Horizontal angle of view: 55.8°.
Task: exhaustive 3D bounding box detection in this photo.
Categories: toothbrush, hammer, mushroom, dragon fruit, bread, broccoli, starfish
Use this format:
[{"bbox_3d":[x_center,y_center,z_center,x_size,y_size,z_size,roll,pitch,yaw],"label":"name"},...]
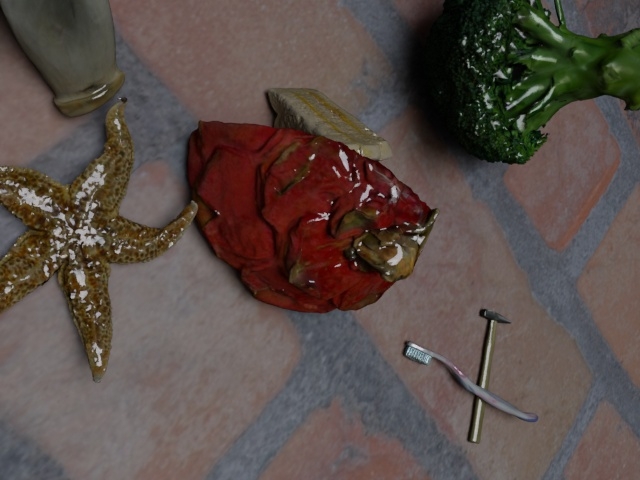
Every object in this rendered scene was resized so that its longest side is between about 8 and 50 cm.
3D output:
[{"bbox_3d":[0.225,0.212,0.882,0.269,0.021,0.027,32,85,-21],"label":"toothbrush"},{"bbox_3d":[0.253,0.207,0.918,0.062,0.013,0.199,20,76,-30],"label":"hammer"},{"bbox_3d":[-0.232,-0.277,0.517,0.109,0.097,0.352,-20,132,-36],"label":"mushroom"},{"bbox_3d":[0.000,0.000,0.654,0.316,0.205,0.152,28,73,-28],"label":"dragon fruit"},{"bbox_3d":[0.009,-0.138,0.704,0.077,0.152,0.105,-9,96,-34],"label":"bread"},{"bbox_3d":[0.287,-0.248,0.821,0.297,0.297,0.298,5,90,-69],"label":"broccoli"},{"bbox_3d":[-0.239,-0.007,0.583,0.235,0.062,0.277,7,87,-32],"label":"starfish"}]
